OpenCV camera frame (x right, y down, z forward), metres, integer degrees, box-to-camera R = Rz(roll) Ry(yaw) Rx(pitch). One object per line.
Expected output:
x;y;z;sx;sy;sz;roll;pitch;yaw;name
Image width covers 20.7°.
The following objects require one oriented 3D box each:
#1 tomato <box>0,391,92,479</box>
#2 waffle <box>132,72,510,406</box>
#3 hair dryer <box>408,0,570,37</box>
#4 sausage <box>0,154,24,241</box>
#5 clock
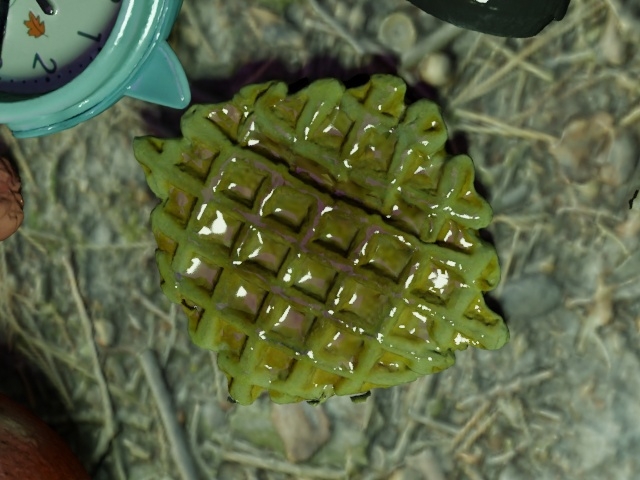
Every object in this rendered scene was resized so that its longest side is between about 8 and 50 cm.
-0.278;0.212;1.154;0.335;0.176;0.290;-22;115;22;tomato
0.000;0.000;1.064;0.214;0.054;0.208;-17;93;16;waffle
0.198;-0.153;0.886;0.352;0.107;0.189;30;114;31;hair dryer
-0.265;-0.015;1.150;0.154;0.062;0.062;-14;97;21;sausage
-0.184;-0.176;1.072;0.274;0.094;0.224;22;109;12;clock
